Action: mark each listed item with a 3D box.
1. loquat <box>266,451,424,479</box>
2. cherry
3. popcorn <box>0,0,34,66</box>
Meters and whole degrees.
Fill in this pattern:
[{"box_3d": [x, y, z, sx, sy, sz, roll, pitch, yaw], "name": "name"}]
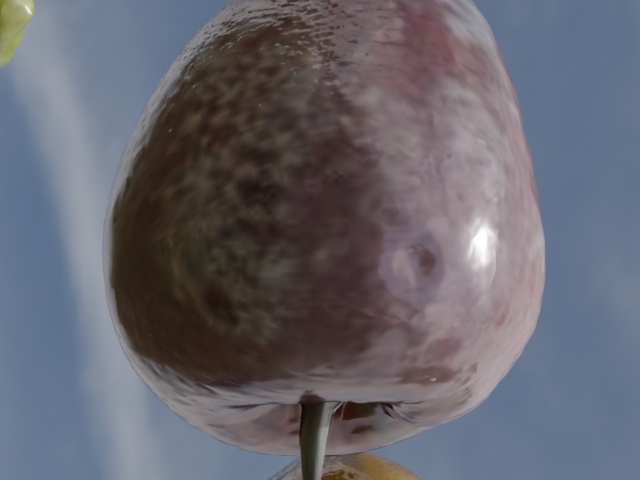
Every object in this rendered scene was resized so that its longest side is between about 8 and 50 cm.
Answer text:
[{"box_3d": [0.020, 0.257, 1.510, 0.234, 0.176, 0.187, 175, -83, -66], "name": "loquat"}, {"box_3d": [0.000, 0.000, 0.900, 0.236, 0.212, 0.286, 158, -59, -66], "name": "cherry"}, {"box_3d": [-0.192, -0.115, 0.602, 0.181, 0.217, 0.235, -22, -78, 29], "name": "popcorn"}]
